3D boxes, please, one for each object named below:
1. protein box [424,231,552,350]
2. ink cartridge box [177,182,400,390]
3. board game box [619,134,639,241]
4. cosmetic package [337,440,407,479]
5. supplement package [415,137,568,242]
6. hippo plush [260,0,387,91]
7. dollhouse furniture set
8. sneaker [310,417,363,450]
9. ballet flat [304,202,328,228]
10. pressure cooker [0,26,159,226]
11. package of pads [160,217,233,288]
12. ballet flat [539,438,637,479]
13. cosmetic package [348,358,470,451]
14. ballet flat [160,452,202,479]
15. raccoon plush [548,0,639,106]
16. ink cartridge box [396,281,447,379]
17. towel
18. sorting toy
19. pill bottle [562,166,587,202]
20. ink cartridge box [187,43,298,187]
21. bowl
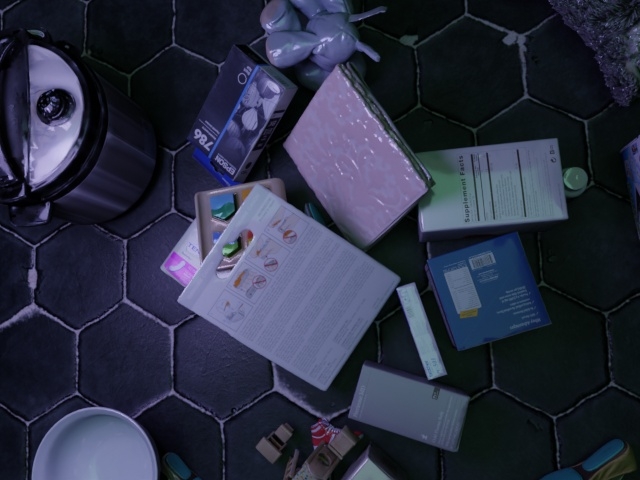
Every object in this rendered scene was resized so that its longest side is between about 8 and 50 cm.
[{"bbox_3d":[0.353,0.113,1.233,0.200,0.136,0.201,-18,80,5],"label":"protein box"},{"bbox_3d":[-0.064,0.103,1.247,0.385,0.091,0.308,34,91,-12],"label":"ink cartridge box"},{"bbox_3d":[0.710,-0.073,1.178,0.053,0.193,0.305,-9,82,7],"label":"board game box"},{"bbox_3d":[0.045,0.591,1.204,0.113,0.160,0.309,40,90,11],"label":"cosmetic package"},{"bbox_3d":[0.355,-0.101,1.241,0.293,0.177,0.175,-5,82,8],"label":"supplement package"},{"bbox_3d":[0.028,-0.461,1.312,0.295,0.236,0.234,5,79,18],"label":"hippo plush"},{"bbox_3d":[-0.042,0.452,1.231,0.161,0.101,0.181,40,113,12],"label":"dollhouse furniture set"},{"bbox_3d":[0.034,0.430,1.285,0.119,0.042,0.066,-16,84,8],"label":"sneaker"},{"bbox_3d":[0.000,0.000,1.341,0.070,0.070,0.188,-33,76,3],"label":"ballet flat"},{"bbox_3d":[-0.606,-0.242,1.279,0.370,0.420,0.375,42,91,11],"label":"pressure cooker"},{"bbox_3d":[-0.195,0.058,1.339,0.297,0.101,0.229,35,89,11],"label":"package of pads"},{"bbox_3d":[0.554,0.502,1.185,0.232,0.080,0.073,-31,94,5],"label":"ballet flat"},{"bbox_3d":[0.190,0.355,1.243,0.238,0.107,0.127,14,87,7],"label":"cosmetic package"},{"bbox_3d":[-0.310,0.565,1.320,0.168,0.057,0.052,45,118,15],"label":"ballet flat"},{"bbox_3d":[0.588,-0.477,1.298,0.447,0.216,0.298,17,100,39],"label":"raccoon plush"},{"bbox_3d":[0.221,0.199,1.261,0.046,0.097,0.207,-19,80,5],"label":"ink cartridge box"},{"bbox_3d":[0.071,-0.168,1.248,0.053,0.317,0.331,-26,78,-35],"label":"towel"},{"bbox_3d":[-0.175,-0.039,1.279,0.209,0.038,0.192,-9,74,2],"label":"sorting toy"},{"bbox_3d":[0.541,-0.121,1.245,0.067,0.120,0.067,-1,82,9],"label":"pill bottle"},{"bbox_3d":[-0.200,-0.266,1.322,0.165,0.065,0.332,42,123,11],"label":"ink cartridge box"},{"bbox_3d":[-0.486,0.523,1.303,0.298,0.134,0.297,-1,83,8],"label":"bowl"}]
